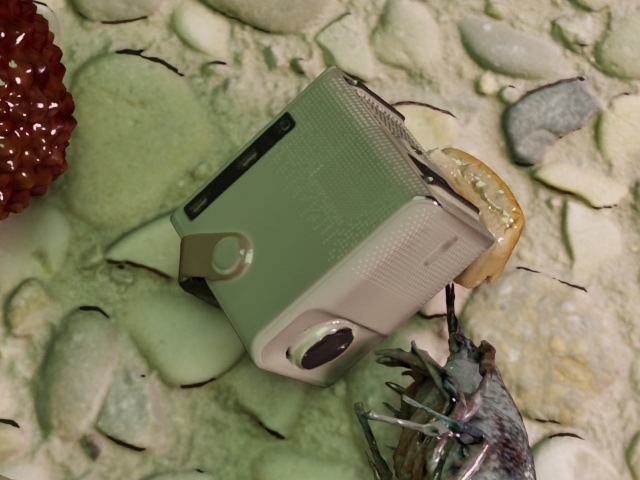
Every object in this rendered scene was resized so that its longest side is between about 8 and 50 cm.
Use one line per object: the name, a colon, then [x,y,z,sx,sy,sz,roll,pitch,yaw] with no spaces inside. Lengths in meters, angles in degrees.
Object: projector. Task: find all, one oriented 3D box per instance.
projector: [0.000,0.000,0.977,0.242,0.163,0.177,-41,58,13]

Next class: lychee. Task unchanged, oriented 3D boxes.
lychee: [-0.373,-0.135,0.958,0.330,0.306,0.306,22,67,11]

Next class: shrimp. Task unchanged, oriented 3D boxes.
shrimp: [0.102,0.161,0.934,0.137,0.172,0.372,-16,46,3]

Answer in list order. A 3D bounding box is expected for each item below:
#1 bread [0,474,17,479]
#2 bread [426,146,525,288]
bread: [-0.228,0.276,0.757,0.395,0.264,0.239,23,60,-24]
bread: [0.136,-0.024,1.072,0.082,0.106,0.125,-31,71,-36]
